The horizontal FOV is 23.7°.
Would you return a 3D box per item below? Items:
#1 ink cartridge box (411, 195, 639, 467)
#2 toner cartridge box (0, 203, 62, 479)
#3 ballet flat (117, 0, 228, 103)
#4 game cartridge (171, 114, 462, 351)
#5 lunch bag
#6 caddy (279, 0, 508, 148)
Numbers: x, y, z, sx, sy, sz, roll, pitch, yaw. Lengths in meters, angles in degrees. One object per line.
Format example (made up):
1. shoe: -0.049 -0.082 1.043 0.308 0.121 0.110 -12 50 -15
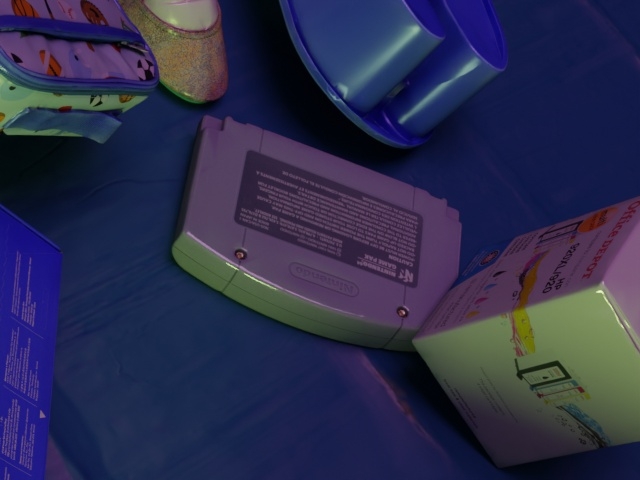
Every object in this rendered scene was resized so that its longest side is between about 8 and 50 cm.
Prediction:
1. ink cartridge box: 0.248 0.087 1.458 0.168 0.232 0.171 56 45 -14
2. toner cartridge box: -0.296 0.122 1.220 0.165 0.075 0.348 41 36 -44
3. ballet flat: -0.177 -0.292 1.615 0.107 0.106 0.316 -17 67 -36
4. game cartridge: 0.000 0.000 1.537 0.297 0.062 0.198 20 54 -15
5. lunch bag: -0.266 -0.197 1.323 0.243 0.115 0.303 57 20 9
6. caddy: 0.056 -0.263 1.681 0.241 0.179 0.341 20 45 -47
